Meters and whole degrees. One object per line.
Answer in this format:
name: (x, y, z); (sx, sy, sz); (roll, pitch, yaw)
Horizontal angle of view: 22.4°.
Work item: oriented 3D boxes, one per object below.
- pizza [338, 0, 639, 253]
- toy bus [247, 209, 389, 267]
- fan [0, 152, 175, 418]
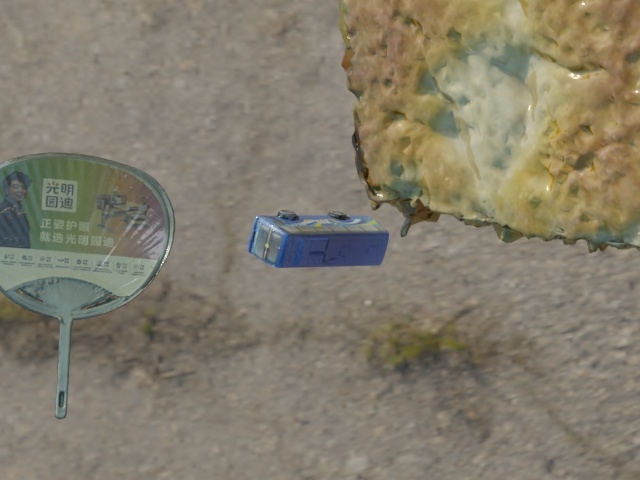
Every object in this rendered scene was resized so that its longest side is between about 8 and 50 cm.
pizza: (0.089, -0.098, 0.610); (0.335, 0.086, 0.226); (53, 127, 20)
toy bus: (0.000, 0.000, 1.700); (0.061, 0.153, 0.051); (30, 114, 46)
fan: (-0.080, 0.005, 0.478); (0.060, 0.080, 0.003); (30, 154, 0)
